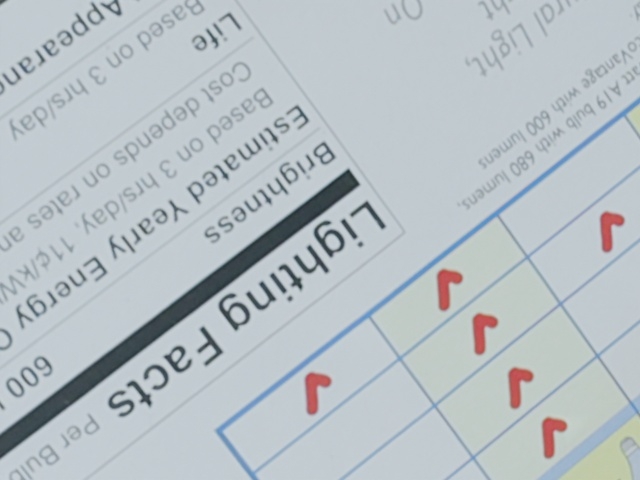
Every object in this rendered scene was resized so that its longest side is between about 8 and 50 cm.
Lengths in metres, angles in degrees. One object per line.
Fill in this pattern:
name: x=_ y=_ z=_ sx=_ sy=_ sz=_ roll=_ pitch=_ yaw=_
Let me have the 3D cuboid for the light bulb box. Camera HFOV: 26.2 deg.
light bulb box: x=0.000 y=0.000 z=0.538 sx=0.358 sy=0.225 sz=0.361 roll=-37 pitch=99 yaw=-9
